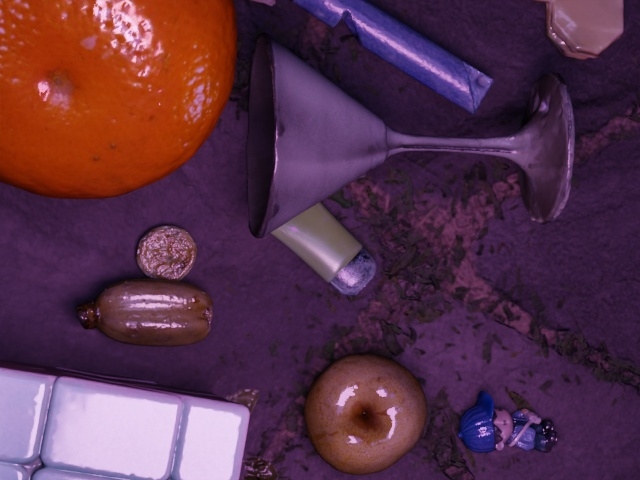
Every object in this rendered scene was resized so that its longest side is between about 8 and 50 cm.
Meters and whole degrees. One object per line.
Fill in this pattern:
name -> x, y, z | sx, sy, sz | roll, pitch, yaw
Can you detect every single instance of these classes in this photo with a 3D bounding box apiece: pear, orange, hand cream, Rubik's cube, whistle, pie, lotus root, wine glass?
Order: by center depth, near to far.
Rubik's cube -> -0.283, 0.323, 1.705 | 0.322, 0.319, 0.315 | 9, 85, -11
orange -> -0.304, -0.261, 1.706 | 0.424, 0.326, 0.424 | 0, 121, 0
wine glass -> 0.110, -0.127, 1.829 | 0.406, 0.267, 0.267 | 3, 87, -12
lotus root -> -0.233, 0.096, 1.845 | 0.183, 0.077, 0.090 | 1, 81, -14
pear -> 0.058, 0.232, 1.868 | 0.167, 0.136, 0.167 | 0, 87, -7
pie -> -0.208, 0.018, 1.882 | 0.084, 0.021, 0.084 | 0, 90, -7
hand cream -> 0.000, 0.000, 1.912 | 0.175, 0.046, 0.095 | 43, 75, 1
whistle -> 0.101, -0.277, 1.933 | 0.304, 0.062, 0.062 | 31, 82, -9

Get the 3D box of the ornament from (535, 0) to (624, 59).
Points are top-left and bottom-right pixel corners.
ornament -> 0.373, -0.376, 1.995 | 0.180, 0.059, 0.201 | -41, 98, -11

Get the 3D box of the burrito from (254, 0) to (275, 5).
burrito -> -0.236, -0.411, 1.868 | 0.392, 0.076, 0.117 | 12, 80, -12

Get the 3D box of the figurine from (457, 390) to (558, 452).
figurine -> 0.257, 0.267, 1.946 | 0.136, 0.077, 0.079 | 23, 118, -24
